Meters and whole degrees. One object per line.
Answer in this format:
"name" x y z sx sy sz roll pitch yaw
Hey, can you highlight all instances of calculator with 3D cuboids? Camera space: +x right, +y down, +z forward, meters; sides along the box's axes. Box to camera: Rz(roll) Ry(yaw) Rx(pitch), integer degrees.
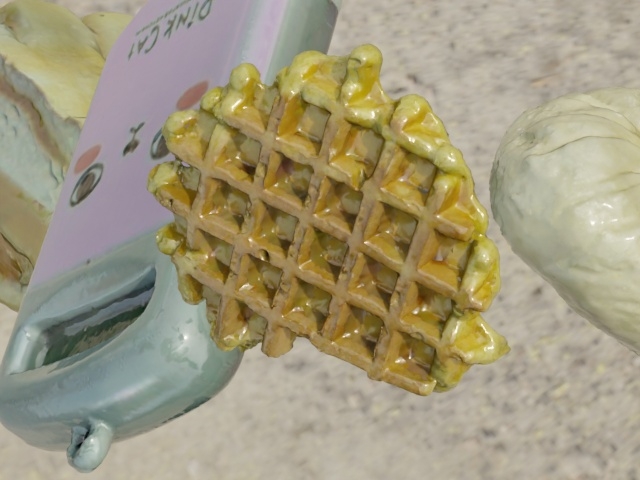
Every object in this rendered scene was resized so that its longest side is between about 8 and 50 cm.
"calculator" -0.061 -0.018 0.713 0.141 0.045 0.246 -22 45 48

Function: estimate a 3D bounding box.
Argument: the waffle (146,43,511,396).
"waffle" -0.001 -0.002 0.381 0.085 0.016 0.078 -5 105 31

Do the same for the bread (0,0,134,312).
"bread" -0.139 -0.041 1.420 0.300 0.341 0.210 46 121 28

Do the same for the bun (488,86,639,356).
"bun" 0.175 -0.013 0.952 0.111 0.188 0.164 -39 37 24
